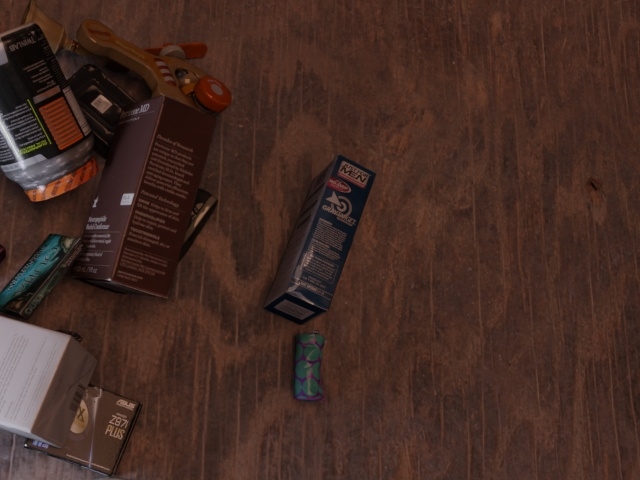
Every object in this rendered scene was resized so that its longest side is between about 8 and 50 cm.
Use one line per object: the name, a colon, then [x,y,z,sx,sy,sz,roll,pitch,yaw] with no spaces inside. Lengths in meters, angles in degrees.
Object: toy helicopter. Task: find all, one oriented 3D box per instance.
toy helicopter: [-0.365,-0.390,1.756,0.355,0.140,0.235,26,39,-30]

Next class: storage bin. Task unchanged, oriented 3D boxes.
storage bin: [-0.475,-0.275,1.722,0.180,0.084,0.122,41,65,-6]

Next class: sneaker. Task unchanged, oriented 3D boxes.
sneaker: [-0.329,-0.031,1.716,0.118,0.083,0.222,31,65,4]

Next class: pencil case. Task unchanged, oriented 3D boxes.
pencil case: [-0.022,0.275,1.737,0.070,0.064,0.152,3,73,-3]

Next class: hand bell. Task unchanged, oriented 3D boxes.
hand bell: [-0.535,-0.422,1.748,0.242,0.126,0.126,19,68,-28]

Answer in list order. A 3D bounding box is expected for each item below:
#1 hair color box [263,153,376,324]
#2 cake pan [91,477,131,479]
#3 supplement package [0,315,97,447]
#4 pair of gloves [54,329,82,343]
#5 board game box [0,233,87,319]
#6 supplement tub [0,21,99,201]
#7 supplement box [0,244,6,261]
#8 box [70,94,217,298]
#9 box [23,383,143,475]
hair color box: [0.000,0.000,1.769,0.105,0.174,0.347,25,67,-13]
cake pan: [-0.406,0.599,1.498,0.293,0.054,0.293,6,72,-19]
supplement package: [-0.587,0.235,1.425,0.293,0.175,0.177,15,68,7]
pair of gloves: [-0.519,0.220,1.595,0.074,0.010,0.083,7,69,-17]
board game box: [-0.554,0.067,1.568,0.026,0.126,0.186,52,58,-36]
supplement tub: [-0.576,-0.249,1.569,0.193,0.193,0.316,-32,114,-26]
supplement box: [-0.721,0.006,1.543,0.188,0.081,0.104,37,65,-7]
box: [-0.354,-0.085,1.601,0.143,0.191,0.381,24,75,-37]
box: [-0.458,0.357,1.539,0.180,0.077,0.147,24,66,-12]
